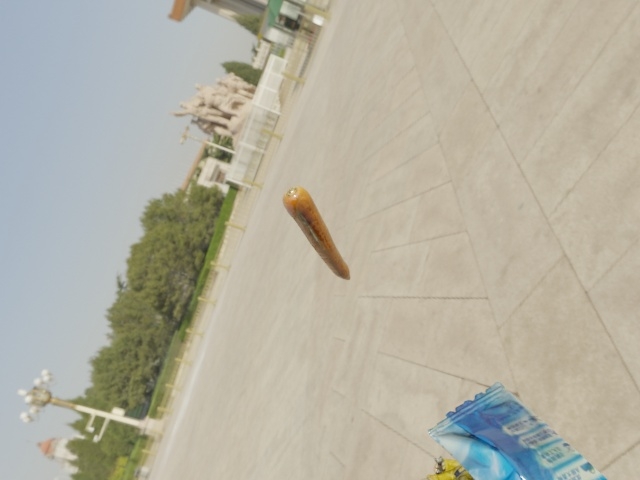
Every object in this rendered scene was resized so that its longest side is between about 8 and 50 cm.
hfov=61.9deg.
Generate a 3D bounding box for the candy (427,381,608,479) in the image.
[{"bbox_3d":[0.154,0.171,0.426,0.136,0.088,0.038,43,153,55],"label":"candy"}]

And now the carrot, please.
[{"bbox_3d":[0.000,0.000,0.739,0.037,0.190,0.037,-18,40,15],"label":"carrot"}]

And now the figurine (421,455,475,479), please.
[{"bbox_3d":[0.190,0.273,0.633,0.143,0.102,0.068,-28,-58,-47],"label":"figurine"}]
